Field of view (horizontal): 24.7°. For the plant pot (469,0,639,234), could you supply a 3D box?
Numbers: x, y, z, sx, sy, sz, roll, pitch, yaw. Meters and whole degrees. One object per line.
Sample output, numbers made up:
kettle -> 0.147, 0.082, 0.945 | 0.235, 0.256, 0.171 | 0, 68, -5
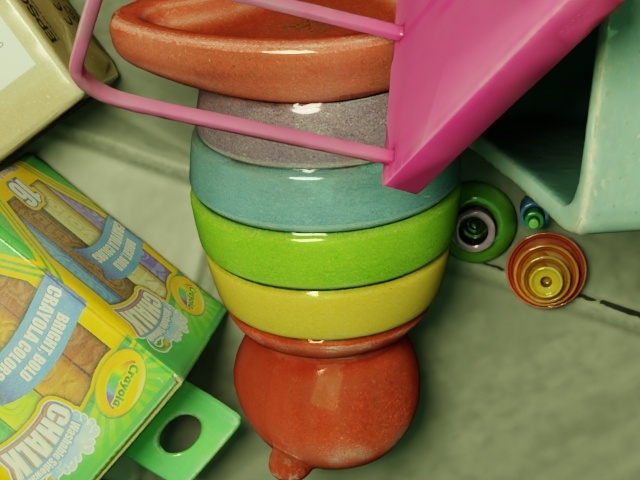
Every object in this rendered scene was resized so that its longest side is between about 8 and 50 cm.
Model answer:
plant pot -> 0.223, -0.145, 0.732 | 0.252, 0.248, 0.247 | 3, 106, -9

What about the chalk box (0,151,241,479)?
chalk box -> -0.151, 0.071, 0.896 | 0.213, 0.132, 0.132 | 39, 107, -3

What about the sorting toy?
sorting toy -> 0.117, 0.002, 0.884 | 0.102, 0.042, 0.061 | 30, 107, 0

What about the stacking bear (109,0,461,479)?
stacking bear -> 0.000, 0.000, 0.843 | 0.164, 0.175, 0.289 | 19, 124, 38

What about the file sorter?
file sorter -> 0.008, -0.205, 0.635 | 0.182, 0.202, 0.290 | 12, 67, -15

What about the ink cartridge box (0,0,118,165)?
ink cartridge box -> -0.270, -0.135, 0.883 | 0.193, 0.088, 0.234 | -34, 98, 14
